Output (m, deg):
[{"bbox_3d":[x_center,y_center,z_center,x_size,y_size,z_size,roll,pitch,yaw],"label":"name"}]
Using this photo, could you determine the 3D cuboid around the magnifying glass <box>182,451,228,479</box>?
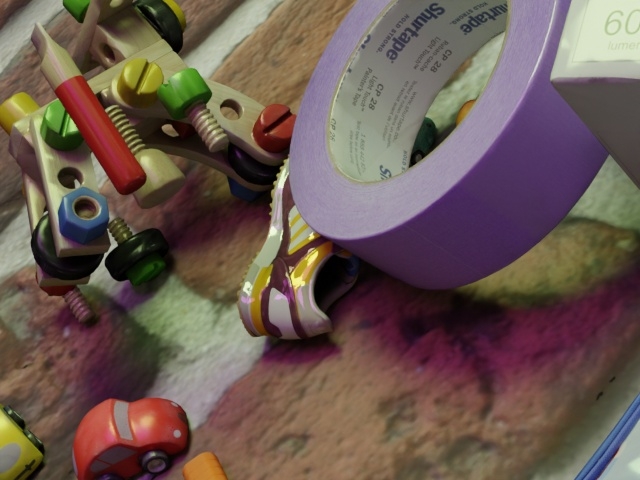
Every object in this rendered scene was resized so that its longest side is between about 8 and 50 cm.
[{"bbox_3d":[-0.048,0.229,0.984,0.092,0.026,0.231,-36,39,0],"label":"magnifying glass"}]

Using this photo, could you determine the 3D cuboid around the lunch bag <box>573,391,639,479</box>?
[{"bbox_3d":[0.250,0.144,0.753,0.243,0.115,0.303,15,48,45],"label":"lunch bag"}]

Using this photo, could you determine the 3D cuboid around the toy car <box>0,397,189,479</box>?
[{"bbox_3d":[-0.235,0.211,1.111,0.239,0.053,0.225,-5,48,32],"label":"toy car"}]

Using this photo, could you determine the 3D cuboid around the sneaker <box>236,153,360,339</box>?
[{"bbox_3d":[0.000,0.000,1.151,0.084,0.069,0.185,2,58,26],"label":"sneaker"}]

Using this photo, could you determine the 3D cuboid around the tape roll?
[{"bbox_3d":[0.098,-0.105,1.057,0.275,0.090,0.274,-35,39,34],"label":"tape roll"}]

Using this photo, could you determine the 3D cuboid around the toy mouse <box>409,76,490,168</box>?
[{"bbox_3d":[0.085,-0.066,1.176,0.143,0.031,0.161,-24,41,14],"label":"toy mouse"}]

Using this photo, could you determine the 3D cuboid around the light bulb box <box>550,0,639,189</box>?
[{"bbox_3d":[0.381,-0.203,0.890,0.358,0.225,0.361,3,68,36],"label":"light bulb box"}]

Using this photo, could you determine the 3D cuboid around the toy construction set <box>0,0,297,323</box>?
[{"bbox_3d":[-0.177,-0.113,1.154,0.257,0.309,0.237,-33,81,-6],"label":"toy construction set"}]
